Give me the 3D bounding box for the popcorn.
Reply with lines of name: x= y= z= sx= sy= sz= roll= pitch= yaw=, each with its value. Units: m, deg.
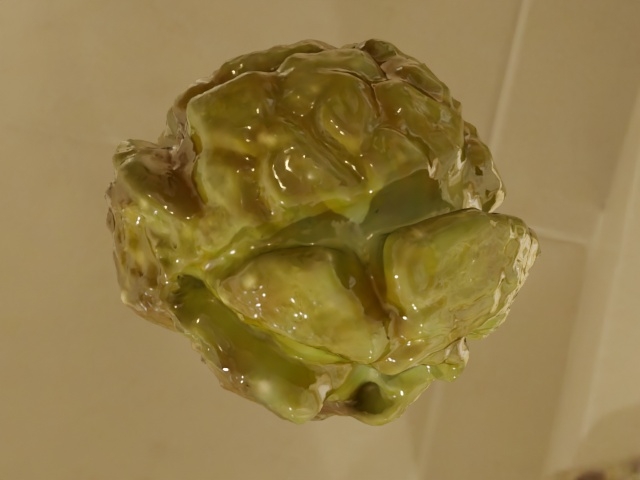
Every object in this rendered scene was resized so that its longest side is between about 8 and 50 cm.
popcorn: x=0.008 y=-0.003 z=0.854 sx=0.247 sy=0.282 sz=0.282 roll=-42 pitch=121 yaw=7
